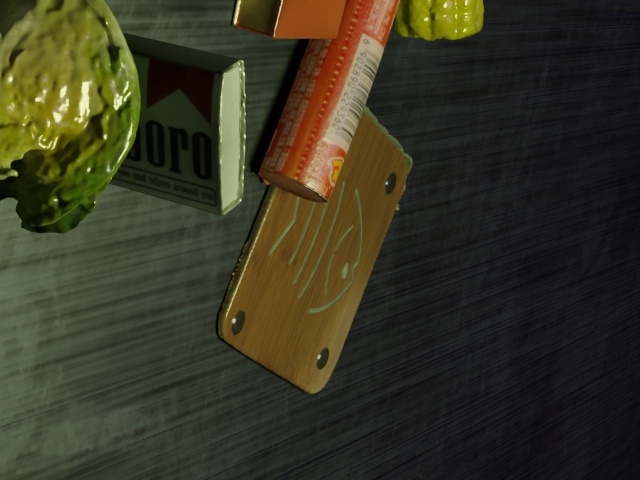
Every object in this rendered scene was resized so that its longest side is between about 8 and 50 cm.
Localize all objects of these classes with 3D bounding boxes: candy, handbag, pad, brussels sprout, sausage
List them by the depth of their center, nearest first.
[{"bbox_3d":[-0.193,-0.101,1.287,0.100,0.139,0.181,98,-1,-80],"label":"brussels sprout"},{"bbox_3d":[-0.010,-0.277,1.644,0.127,0.062,0.190,-12,120,-61],"label":"handbag"},{"bbox_3d":[0.019,-0.173,1.744,0.074,0.074,0.274,39,69,-63],"label":"sausage"},{"bbox_3d":[0.114,-0.299,1.844,0.106,0.094,0.199,-101,-175,-62],"label":"candy"},{"bbox_3d":[0.000,0.000,1.879,0.286,0.018,0.284,-68,154,-9],"label":"pad"}]

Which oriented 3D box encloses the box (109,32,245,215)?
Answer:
[{"bbox_3d":[-0.139,-0.093,1.347,0.036,0.177,0.115,-36,135,-52],"label":"box"}]
